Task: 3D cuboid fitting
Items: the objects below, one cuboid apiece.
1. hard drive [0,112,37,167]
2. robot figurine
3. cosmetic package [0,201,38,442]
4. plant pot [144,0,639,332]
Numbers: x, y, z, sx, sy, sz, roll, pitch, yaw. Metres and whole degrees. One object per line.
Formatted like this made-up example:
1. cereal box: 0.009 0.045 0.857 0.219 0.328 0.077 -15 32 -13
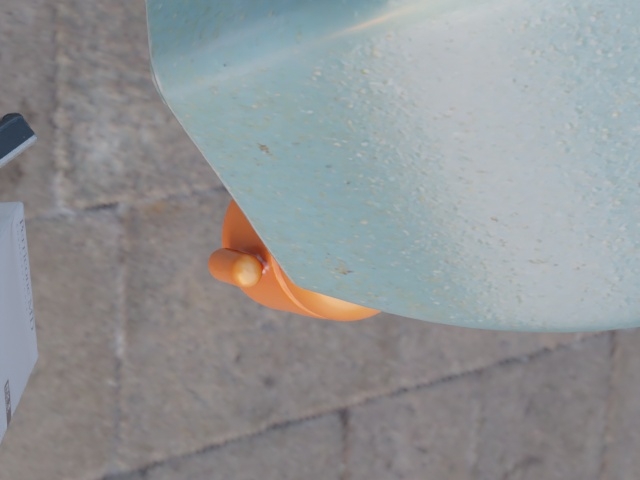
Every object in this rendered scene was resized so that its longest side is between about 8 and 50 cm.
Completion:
1. hard drive: -0.221 -0.020 0.908 0.135 0.094 0.022 -39 102 -20
2. robot figurine: 0.002 -0.001 1.373 0.158 0.219 0.128 23 83 -25
3. cosmetic package: -0.231 0.059 1.022 0.085 0.231 0.117 -3 107 2
4. plant pot: 0.071 -0.107 0.640 0.247 0.252 0.248 56 20 -51
